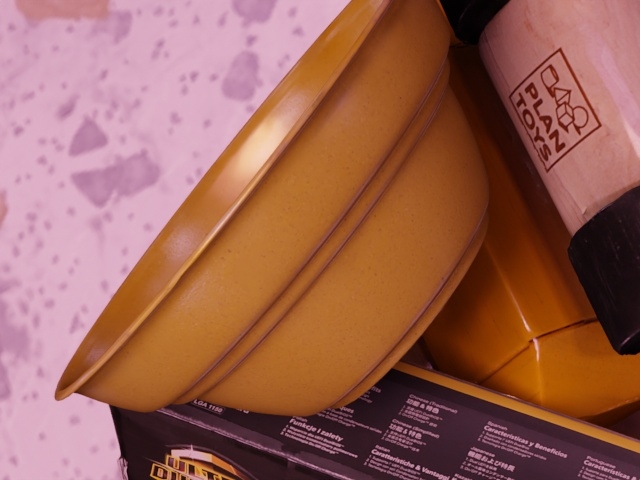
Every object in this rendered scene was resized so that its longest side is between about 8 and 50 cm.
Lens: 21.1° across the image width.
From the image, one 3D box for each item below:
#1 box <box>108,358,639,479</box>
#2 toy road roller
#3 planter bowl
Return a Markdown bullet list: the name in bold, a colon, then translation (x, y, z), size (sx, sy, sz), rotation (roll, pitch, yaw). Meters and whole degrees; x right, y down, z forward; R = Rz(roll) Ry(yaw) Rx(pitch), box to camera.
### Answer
- **box**: translation (0.072, 0.177, 0.744), size (0.322, 0.079, 0.257), rotation (17, 134, 23)
- **toy road roller**: translation (0.136, -0.030, 0.786), size (0.329, 0.241, 0.202), rotation (-45, 64, 51)
- **planter bowl**: translation (0.000, 0.000, 0.654), size (0.090, 0.217, 0.217), rotation (39, 100, -8)
